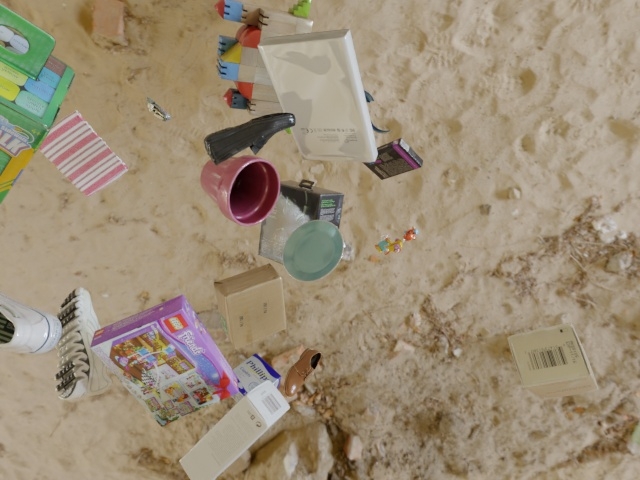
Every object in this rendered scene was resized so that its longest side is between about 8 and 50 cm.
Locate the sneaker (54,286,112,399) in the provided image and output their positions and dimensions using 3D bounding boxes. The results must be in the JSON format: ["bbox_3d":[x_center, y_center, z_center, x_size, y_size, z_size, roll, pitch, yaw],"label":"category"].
[{"bbox_3d":[-0.603,0.259,1.086,0.110,0.292,0.118,-32,150,22],"label":"sneaker"}]

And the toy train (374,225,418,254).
[{"bbox_3d":[0.279,0.007,1.545,0.166,0.125,0.046,-12,117,49],"label":"toy train"}]

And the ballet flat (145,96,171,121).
[{"bbox_3d":[-0.607,-0.481,1.564,0.114,0.041,0.041,40,110,-8],"label":"ballet flat"}]

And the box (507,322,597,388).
[{"bbox_3d":[0.585,0.309,1.055,0.148,0.121,0.311,-23,147,27],"label":"box"}]

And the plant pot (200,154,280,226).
[{"bbox_3d":[-0.250,-0.165,1.254,0.180,0.201,0.201,26,122,33],"label":"plant pot"}]

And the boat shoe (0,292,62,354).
[{"bbox_3d":[-0.463,0.098,0.567,0.226,0.076,0.083,5,75,11],"label":"boat shoe"}]

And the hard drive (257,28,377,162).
[{"bbox_3d":[0.005,-0.355,1.102,0.232,0.047,0.353,8,144,26],"label":"hard drive"}]

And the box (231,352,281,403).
[{"bbox_3d":[-0.217,0.451,1.351,0.126,0.137,0.072,34,131,25],"label":"box"}]

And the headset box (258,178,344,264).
[{"bbox_3d":[-0.069,-0.060,1.418,0.246,0.131,0.283,17,108,36],"label":"headset box"}]

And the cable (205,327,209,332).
[{"bbox_3d":[-0.505,0.374,1.361,0.089,0.257,0.257,37,98,18],"label":"cable"}]

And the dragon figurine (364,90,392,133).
[{"bbox_3d":[0.139,-0.499,1.569,0.289,0.085,0.144,36,140,22],"label":"dragon figurine"}]

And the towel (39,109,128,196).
[{"bbox_3d":[-0.646,-0.231,1.153,0.144,0.029,0.197,-35,120,-1],"label":"towel"}]

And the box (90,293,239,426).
[{"bbox_3d":[-0.334,0.278,0.954,0.200,0.057,0.293,-22,123,-4],"label":"box"}]

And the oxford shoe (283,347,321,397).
[{"bbox_3d":[-0.068,0.502,1.615,0.076,0.212,0.076,-7,131,49],"label":"oxford shoe"}]

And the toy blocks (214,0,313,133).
[{"bbox_3d":[-0.186,-0.521,1.242,0.260,0.191,0.382,-2,126,-24],"label":"toy blocks"}]

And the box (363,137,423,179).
[{"bbox_3d":[0.215,-0.246,1.301,0.116,0.029,0.162,35,149,-32],"label":"box"}]

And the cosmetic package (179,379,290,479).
[{"bbox_3d":[-0.184,0.419,0.920,0.231,0.117,0.085,-45,75,12],"label":"cosmetic package"}]

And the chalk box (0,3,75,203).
[{"bbox_3d":[-0.507,-0.211,0.633,0.289,0.179,0.180,-38,133,27],"label":"chalk box"}]

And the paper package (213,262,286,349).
[{"bbox_3d":[-0.344,0.323,2.112,0.309,0.168,0.325,-18,121,-26],"label":"paper package"}]

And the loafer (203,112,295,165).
[{"bbox_3d":[-0.161,-0.242,1.002,0.223,0.076,0.078,-21,114,-6],"label":"loafer"}]

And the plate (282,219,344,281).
[{"bbox_3d":[-0.019,0.030,1.185,0.188,0.188,0.024,-26,148,12],"label":"plate"}]
